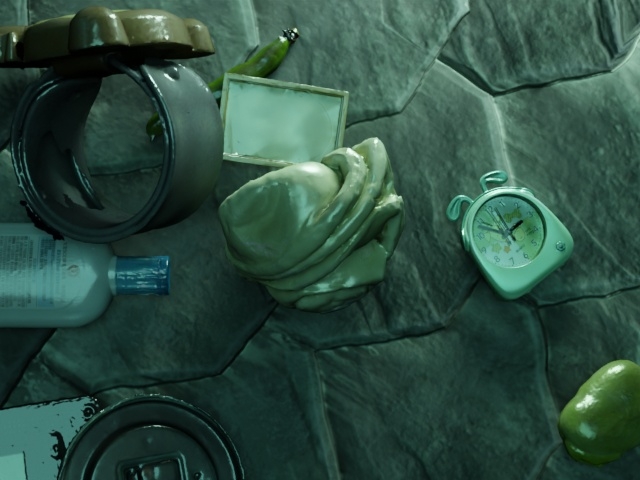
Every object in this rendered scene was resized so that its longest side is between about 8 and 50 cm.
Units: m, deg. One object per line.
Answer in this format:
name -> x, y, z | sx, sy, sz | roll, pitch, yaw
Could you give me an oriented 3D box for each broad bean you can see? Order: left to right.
broad bean -> -0.147, -0.241, 1.917 | 0.297, 0.043, 0.060 | -33, 73, -8
broad bean -> 0.439, 0.265, 1.845 | 0.174, 0.082, 0.124 | -36, 82, -6

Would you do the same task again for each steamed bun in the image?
steamed bun -> 0.000, 0.000, 1.764 | 0.268, 0.280, 0.207 | -23, 81, -7

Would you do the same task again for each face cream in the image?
face cream -> -0.397, 0.052, 1.840 | 0.337, 0.080, 0.163 | 0, 80, -3

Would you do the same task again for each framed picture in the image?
framed picture -> -0.061, -0.181, 1.903 | 0.201, 0.010, 0.136 | 8, 89, -11

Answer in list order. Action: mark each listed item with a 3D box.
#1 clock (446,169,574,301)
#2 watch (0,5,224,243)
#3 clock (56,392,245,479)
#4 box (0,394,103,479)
clock -> 0.291, -0.012, 1.892 | 0.148, 0.060, 0.188 | -35, 84, -7
watch -> -0.322, -0.165, 1.792 | 0.335, 0.314, 0.327 | -2, 96, 24
clock -> -0.248, 0.365, 1.774 | 0.281, 0.055, 0.280 | 5, 76, -19
box -> -0.481, 0.353, 1.773 | 0.350, 0.058, 0.211 | -8, 82, -13
